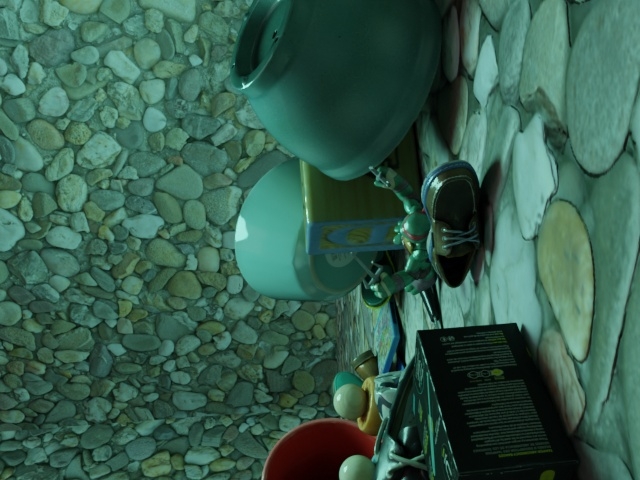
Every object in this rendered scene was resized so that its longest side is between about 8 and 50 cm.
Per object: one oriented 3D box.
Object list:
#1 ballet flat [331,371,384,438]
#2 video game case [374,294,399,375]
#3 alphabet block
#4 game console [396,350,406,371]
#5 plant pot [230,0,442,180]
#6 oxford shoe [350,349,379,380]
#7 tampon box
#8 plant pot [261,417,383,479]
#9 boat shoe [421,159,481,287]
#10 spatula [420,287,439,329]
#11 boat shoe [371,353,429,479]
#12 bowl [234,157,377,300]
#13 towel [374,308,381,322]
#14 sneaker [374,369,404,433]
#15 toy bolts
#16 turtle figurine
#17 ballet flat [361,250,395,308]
[{"bbox_3d":[0.094,0.395,1.462,0.280,0.095,0.096,-134,45,-55],"label":"ballet flat"},{"bbox_3d":[0.140,0.200,1.459,0.166,0.015,0.119,-90,11,-60],"label":"video game case"},{"bbox_3d":[0.064,-0.097,1.190,0.192,0.193,0.197,100,166,-72],"label":"alphabet block"},{"bbox_3d":[0.142,0.299,1.401,0.071,0.107,0.122,58,-175,-13],"label":"game console"},{"bbox_3d":[-0.003,-0.254,0.955,0.293,0.196,0.293,-37,43,45],"label":"plant pot"},{"bbox_3d":[0.124,0.302,1.548,0.076,0.076,0.212,54,-173,20],"label":"oxford shoe"},{"bbox_3d":[0.151,0.176,0.636,0.161,0.101,0.120,-98,5,-51],"label":"tampon box"},{"bbox_3d":[0.021,0.529,1.331,0.275,0.275,0.243,-97,6,-48],"label":"plant pot"},{"bbox_3d":[0.156,-0.014,0.779,0.183,0.066,0.066,74,-176,-52],"label":"boat shoe"},{"bbox_3d":[0.166,0.139,1.020,0.084,0.030,0.296,78,-174,-55],"label":"spatula"},{"bbox_3d":[0.108,0.229,0.741,0.302,0.114,0.091,-68,-31,-52],"label":"boat shoe"},{"bbox_3d":[0.000,0.000,1.384,0.163,0.311,0.311,25,125,48],"label":"bowl"},{"bbox_3d":[0.141,0.143,1.616,0.148,0.027,0.110,-97,5,-50],"label":"towel"},{"bbox_3d":[0.142,0.279,1.041,0.235,0.094,0.153,34,-136,-84],"label":"sneaker"},{"bbox_3d":[0.094,0.362,1.141,0.228,0.158,0.218,-103,24,-66],"label":"toy bolts"},{"bbox_3d":[0.120,-0.003,0.933,0.234,0.118,0.175,46,-127,-70],"label":"turtle figurine"},{"bbox_3d":[0.128,0.069,1.481,0.231,0.077,0.077,-93,-20,-44],"label":"ballet flat"}]
